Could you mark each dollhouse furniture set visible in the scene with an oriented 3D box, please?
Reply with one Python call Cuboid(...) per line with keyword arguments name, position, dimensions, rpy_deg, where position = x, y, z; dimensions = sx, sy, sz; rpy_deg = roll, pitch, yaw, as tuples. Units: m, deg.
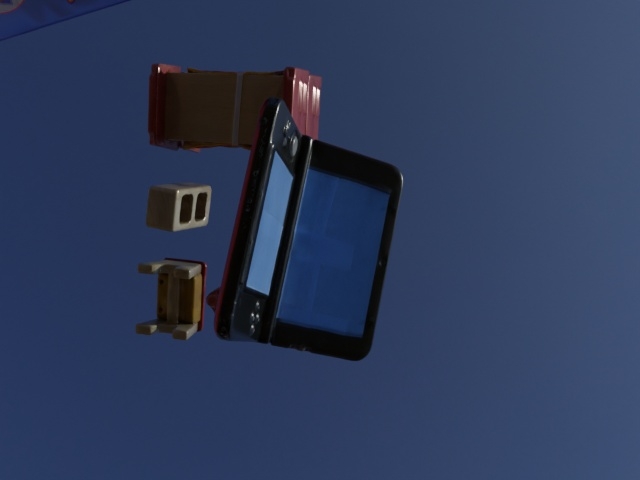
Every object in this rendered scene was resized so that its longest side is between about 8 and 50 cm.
Cuboid(name="dollhouse furniture set", position=(-0.122, -0.052, 0.913), dimensions=(0.201, 0.152, 0.374), rpy_deg=(6, -82, 13))

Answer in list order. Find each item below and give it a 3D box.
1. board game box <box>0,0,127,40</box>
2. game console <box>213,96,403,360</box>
Cuboid(name="board game box", position=(-0.227, -0.291, 0.495), dimensions=(0.347, 0.078, 0.233), rpy_deg=(3, -48, 37))
Cuboid(name="game console", position=(0.000, 0.000, 0.418), dimensions=(0.085, 0.124, 0.144), rpy_deg=(10, -98, 9))
